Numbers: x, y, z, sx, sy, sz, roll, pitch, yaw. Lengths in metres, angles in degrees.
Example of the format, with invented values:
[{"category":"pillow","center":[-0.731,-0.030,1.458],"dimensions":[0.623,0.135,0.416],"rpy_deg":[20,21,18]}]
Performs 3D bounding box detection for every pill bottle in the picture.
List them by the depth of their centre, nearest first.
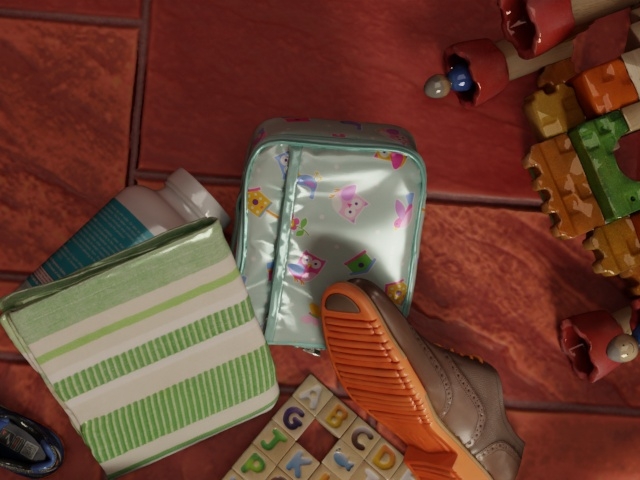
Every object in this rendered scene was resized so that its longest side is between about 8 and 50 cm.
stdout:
[{"category":"pill bottle","center":[-0.230,0.036,1.391],"dimensions":[0.264,0.146,0.146],"rpy_deg":[-44,88,-7]}]

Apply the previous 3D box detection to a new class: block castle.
[{"category":"block castle","center":[0.306,-0.067,1.370],"dimensions":[0.213,0.303,0.453],"rpy_deg":[-21,86,-13]}]

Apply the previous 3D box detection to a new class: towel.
[{"category":"towel","center":[-0.185,0.129,1.322],"dimensions":[0.248,0.325,0.038],"rpy_deg":[-22,45,-4]}]

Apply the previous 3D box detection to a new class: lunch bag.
[{"category":"lunch bag","center":[0.000,0.000,1.381],"dimensions":[0.224,0.108,0.279],"rpy_deg":[4,113,-9]}]

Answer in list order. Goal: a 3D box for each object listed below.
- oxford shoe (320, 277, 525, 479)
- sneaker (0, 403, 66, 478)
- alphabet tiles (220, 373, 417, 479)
[{"category":"oxford shoe","center":[0.124,0.164,1.380],"dimensions":[0.133,0.130,0.364],"rpy_deg":[-48,121,-27]},{"category":"sneaker","center":[-0.394,0.212,1.368],"dimensions":[0.221,0.087,0.083],"rpy_deg":[23,77,-16]},{"category":"alphabet tiles","center":[0.018,0.306,1.412],"dimensions":[0.237,0.009,0.198],"rpy_deg":[41,61,1]}]
